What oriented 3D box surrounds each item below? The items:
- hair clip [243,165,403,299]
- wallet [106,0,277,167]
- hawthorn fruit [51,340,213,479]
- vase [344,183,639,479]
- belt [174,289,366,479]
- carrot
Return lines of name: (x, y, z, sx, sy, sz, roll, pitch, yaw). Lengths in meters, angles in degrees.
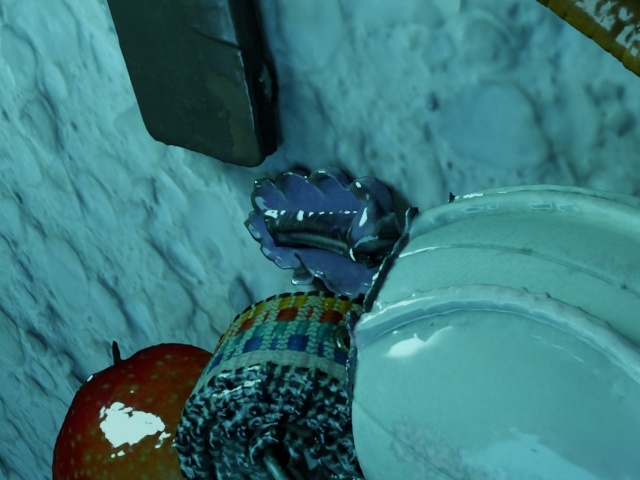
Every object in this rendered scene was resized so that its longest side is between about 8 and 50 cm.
hair clip: (-0.002, 0.000, 0.962, 0.195, 0.052, 0.124, 2, 117, 53)
wallet: (-0.121, -0.203, 0.918, 0.165, 0.042, 0.310, 20, 134, 38)
hawthorn fruit: (-0.147, 0.210, 1.174, 0.254, 0.254, 0.300, 98, 151, -46)
vase: (0.245, 0.120, 0.638, 0.445, 0.250, 0.250, 14, 131, 30)
belt: (0.021, 0.182, 0.985, 0.206, 0.160, 0.295, -34, 107, 24)
carrot: (0.167, -0.135, 0.655, 0.248, 0.059, 0.059, 42, 144, 8)
